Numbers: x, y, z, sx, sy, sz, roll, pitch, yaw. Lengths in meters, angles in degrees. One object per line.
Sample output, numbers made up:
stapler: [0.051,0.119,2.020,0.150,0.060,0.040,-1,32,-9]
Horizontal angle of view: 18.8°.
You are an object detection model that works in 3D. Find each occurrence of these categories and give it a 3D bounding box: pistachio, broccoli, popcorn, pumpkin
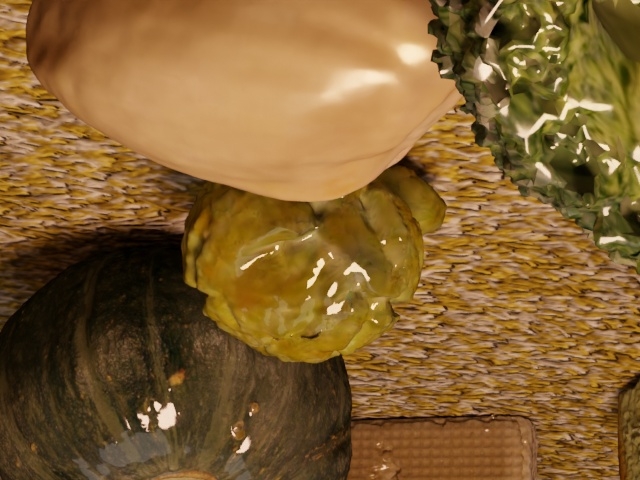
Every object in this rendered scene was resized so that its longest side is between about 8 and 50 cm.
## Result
pistachio: [-0.037,-0.133,1.235,0.318,0.214,0.193,2,-162,18]
broccoli: [0.198,-0.169,1.074,0.302,0.249,0.375,-30,110,10]
popcorn: [0.000,0.000,1.516,0.198,0.212,0.198,32,142,29]
pumpkin: [-0.130,0.149,1.726,0.291,0.257,0.327,-28,135,26]

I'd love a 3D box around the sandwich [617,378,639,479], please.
sandwich: [0.425,0.198,1.920,0.235,0.128,0.122,10,150,-15]

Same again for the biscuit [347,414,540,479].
biscuit: [0.022,0.266,2.081,0.426,0.144,0.078,-4,152,12]
